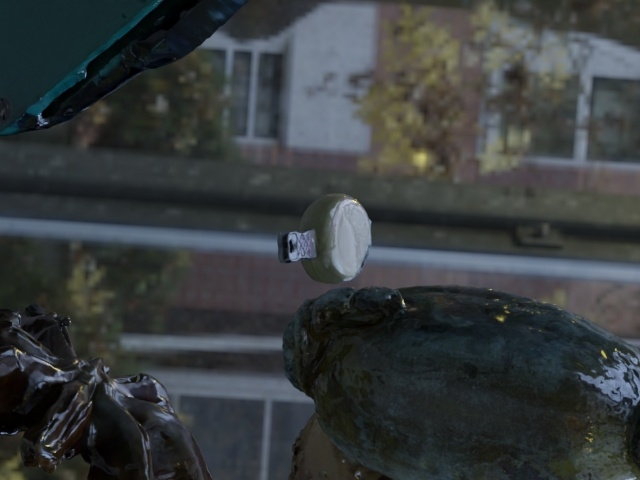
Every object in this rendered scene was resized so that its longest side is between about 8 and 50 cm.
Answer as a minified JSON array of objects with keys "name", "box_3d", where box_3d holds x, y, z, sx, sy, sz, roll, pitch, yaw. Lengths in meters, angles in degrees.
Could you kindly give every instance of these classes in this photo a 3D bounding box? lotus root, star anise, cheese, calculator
[{"name":"lotus root","box_3d":[0.141,0.129,1.294,0.175,0.349,0.175,-38,135,-51]},{"name":"star anise","box_3d":[-0.188,0.128,1.262,0.088,0.288,0.288,-53,-168,12]},{"name":"cheese","box_3d":[0.002,0.007,1.768,0.171,0.047,0.092,-43,124,-55]},{"name":"calculator","box_3d":[-0.130,-0.214,0.963,0.274,0.058,0.248,-36,-114,36]}]

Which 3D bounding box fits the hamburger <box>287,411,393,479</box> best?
[{"name":"hamburger","box_3d":[0.100,0.253,1.849,0.445,0.268,0.287,24,49,-74]}]
